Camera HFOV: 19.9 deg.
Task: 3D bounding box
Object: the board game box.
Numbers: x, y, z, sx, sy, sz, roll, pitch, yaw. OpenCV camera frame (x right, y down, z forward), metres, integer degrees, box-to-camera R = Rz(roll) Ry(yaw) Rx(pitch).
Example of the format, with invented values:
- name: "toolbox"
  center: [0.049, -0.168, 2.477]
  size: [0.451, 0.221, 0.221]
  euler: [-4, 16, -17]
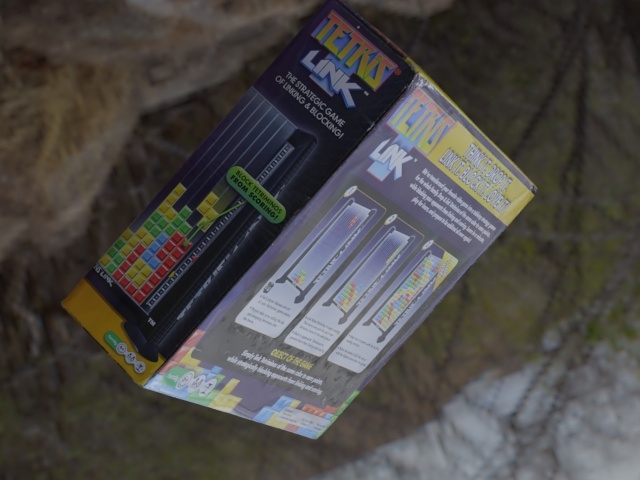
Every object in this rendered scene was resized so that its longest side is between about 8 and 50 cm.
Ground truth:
- name: "board game box"
  center: [0.000, 0.000, 0.675]
  size: [0.141, 0.048, 0.170]
  euler: [-49, 157, 3]
